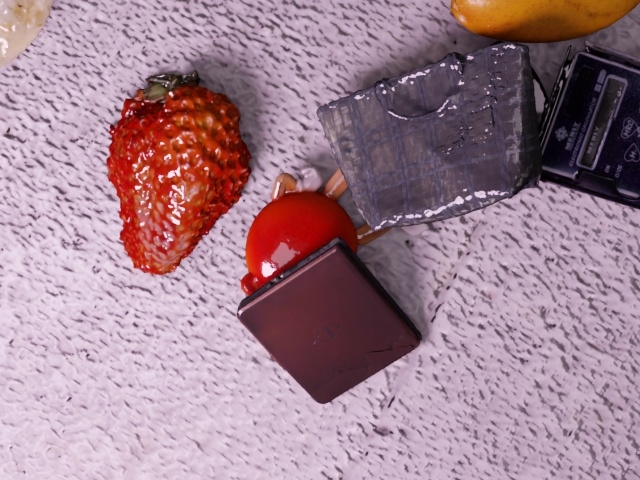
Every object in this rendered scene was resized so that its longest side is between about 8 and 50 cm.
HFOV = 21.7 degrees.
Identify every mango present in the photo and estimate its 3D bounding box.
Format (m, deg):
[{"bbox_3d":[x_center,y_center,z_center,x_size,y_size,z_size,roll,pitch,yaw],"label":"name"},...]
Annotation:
[{"bbox_3d":[0.263,-0.300,1.862,0.252,0.126,0.154,-9,91,-5],"label":"mango"}]

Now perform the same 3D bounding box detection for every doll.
[{"bbox_3d":[0.000,0.000,1.945,0.217,0.085,0.183,-44,101,-9],"label":"doll"}]

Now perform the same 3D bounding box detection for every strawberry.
[{"bbox_3d":[-0.165,-0.072,1.918,0.175,0.107,0.236,-9,101,3],"label":"strawberry"}]

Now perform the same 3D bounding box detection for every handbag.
[{"bbox_3d":[0.128,-0.111,1.850,0.270,0.088,0.175,-15,94,28],"label":"handbag"}]

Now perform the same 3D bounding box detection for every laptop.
[{"bbox_3d":[0.010,0.096,1.936,0.154,0.026,0.207,-33,132,8],"label":"laptop"}]

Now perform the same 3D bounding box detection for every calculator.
[{"bbox_3d":[0.372,-0.118,1.901,0.274,0.028,0.166,15,100,-23],"label":"calculator"}]

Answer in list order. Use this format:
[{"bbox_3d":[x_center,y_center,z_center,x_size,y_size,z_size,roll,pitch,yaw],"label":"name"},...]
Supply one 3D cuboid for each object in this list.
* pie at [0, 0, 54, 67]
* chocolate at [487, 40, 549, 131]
[{"bbox_3d":[-0.459,-0.333,1.886,0.339,0.077,0.339,1,105,2],"label":"pie"},{"bbox_3d":[0.191,-0.168,1.908,0.148,0.080,0.125,3,105,8],"label":"chocolate"}]
